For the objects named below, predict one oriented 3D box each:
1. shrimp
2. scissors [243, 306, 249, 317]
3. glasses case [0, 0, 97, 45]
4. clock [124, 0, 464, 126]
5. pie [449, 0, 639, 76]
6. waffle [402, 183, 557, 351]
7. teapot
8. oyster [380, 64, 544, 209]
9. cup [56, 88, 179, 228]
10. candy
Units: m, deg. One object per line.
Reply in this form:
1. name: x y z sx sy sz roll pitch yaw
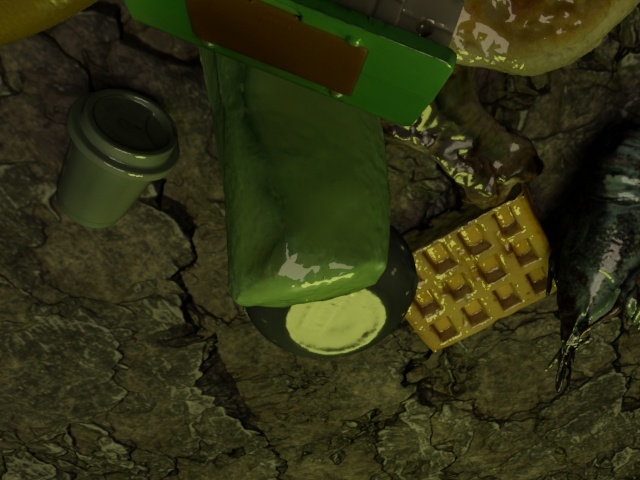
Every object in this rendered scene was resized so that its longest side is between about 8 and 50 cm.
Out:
1. shrimp: 0.399 0.036 0.779 0.137 0.172 0.372 -11 111 -42
2. scissors: -0.013 0.108 0.893 0.187 0.020 0.133 33 119 -28
3. glasses case: -0.231 -0.279 0.471 0.371 0.141 0.173 -27 128 11
4. clock: 0.014 -0.242 0.399 0.219 0.106 0.255 22 80 -2
5. pie: 0.184 -0.307 0.505 0.337 0.075 0.338 -2 106 -6
6. waffle: 0.222 0.045 0.865 0.247 0.055 0.221 -31 127 13
7. teapot: 0.000 0.000 0.663 0.183 0.251 0.184 -5 129 -6
8. oyster: 0.098 -0.149 0.645 0.197 0.133 0.337 -36 121 27
9. cup: -0.231 -0.085 0.651 0.120 0.120 0.141 22 135 -25
10. candy: -0.030 -0.119 0.500 0.142 0.344 0.132 -2 169 -36
